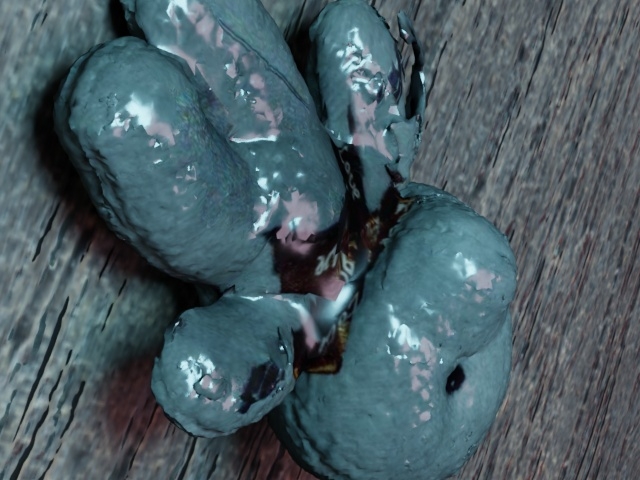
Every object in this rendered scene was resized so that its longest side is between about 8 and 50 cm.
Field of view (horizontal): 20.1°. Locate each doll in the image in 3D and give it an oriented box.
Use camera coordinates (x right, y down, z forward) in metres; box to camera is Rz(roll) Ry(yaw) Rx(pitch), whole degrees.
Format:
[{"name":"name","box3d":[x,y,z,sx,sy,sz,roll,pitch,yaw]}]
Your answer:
[{"name":"doll","box3d":[0.007,0.002,0.886,0.246,0.158,0.340,-65,143,-34]}]
